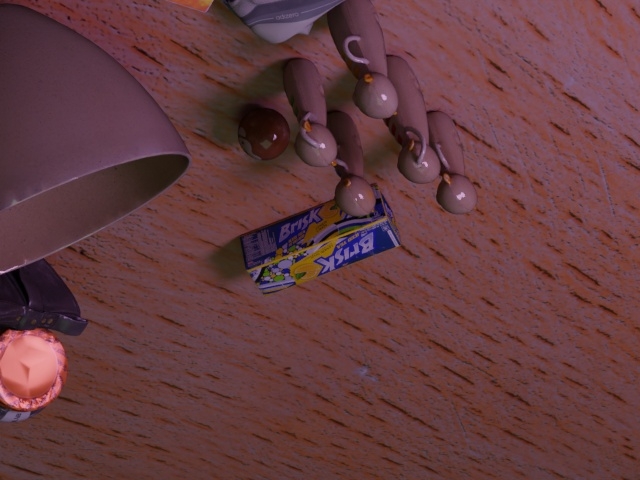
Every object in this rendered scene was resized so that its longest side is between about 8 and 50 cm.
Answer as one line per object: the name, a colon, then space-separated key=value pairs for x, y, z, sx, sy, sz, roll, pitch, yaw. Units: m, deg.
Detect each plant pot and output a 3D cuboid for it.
plant pot: x=-0.281 y=-0.096 z=1.386 sx=0.284 sy=0.191 sz=0.284 roll=-25 pitch=173 yaw=-3

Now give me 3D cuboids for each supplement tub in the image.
supplement tub: x=-0.355 y=0.138 z=1.688 sx=0.117 sy=0.117 sz=0.190 roll=16 pitch=168 yaw=-33

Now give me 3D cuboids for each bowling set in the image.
bowling set: x=0.026 y=-0.091 z=1.548 sx=0.199 sy=0.154 sz=0.287 roll=-27 pitch=140 yaw=17

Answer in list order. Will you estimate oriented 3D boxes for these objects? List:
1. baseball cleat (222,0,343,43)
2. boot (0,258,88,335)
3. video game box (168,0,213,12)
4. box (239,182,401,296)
baseball cleat: x=0.002 y=-0.256 z=1.401 sx=0.206 sy=0.072 sz=0.109 roll=-36 pitch=131 yaw=21
boot: x=-0.381 y=0.018 z=1.575 sx=0.091 sy=0.263 sz=0.229 roll=-52 pitch=163 yaw=20
video game box: x=-0.146 y=-0.296 z=1.323 sx=0.205 sy=0.048 sz=0.187 roll=13 pitch=137 yaw=-30
box: x=0.000 y=0.000 z=1.737 sx=0.168 sy=0.054 sz=0.059 roll=-20 pitch=142 yaw=9
